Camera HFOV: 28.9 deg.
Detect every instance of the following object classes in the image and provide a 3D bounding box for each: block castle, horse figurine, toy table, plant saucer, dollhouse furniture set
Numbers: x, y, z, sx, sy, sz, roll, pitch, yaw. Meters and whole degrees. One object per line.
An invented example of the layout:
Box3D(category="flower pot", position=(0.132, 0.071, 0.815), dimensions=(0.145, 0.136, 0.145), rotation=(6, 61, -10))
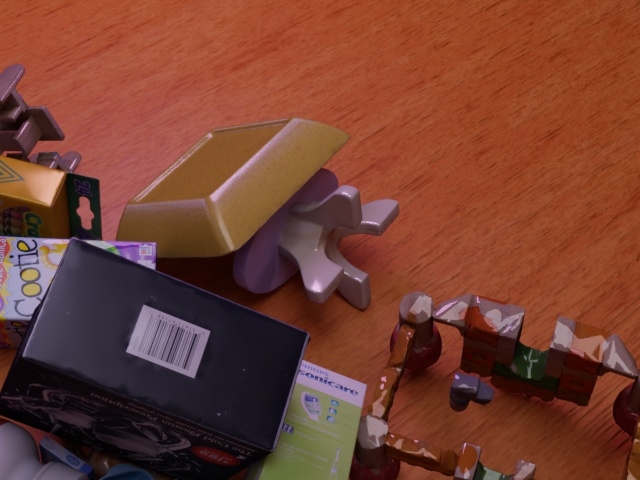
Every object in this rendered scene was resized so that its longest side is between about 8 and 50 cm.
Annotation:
Box3D(category="block castle", position=(0.288, 0.282, 1.892), dimensions=(0.453, 0.213, 0.303), rotation=(16, 64, 12))
Box3D(category="horse figurine", position=(-0.271, 0.308, 1.856), dimensions=(0.263, 0.066, 0.174), rotation=(11, 76, -15))
Box3D(category="toy table", position=(0.000, 0.000, 2.060), dimensions=(0.161, 0.252, 0.274), rotation=(19, 59, 28))
Box3D(category="plant saucer", position=(-0.166, -0.101, 2.067), dimensions=(0.333, 0.081, 0.333), rotation=(-1, 36, 48))
Box3D(category="dollhouse furniture set", position=(-0.546, -0.216, 2.153), dimensions=(0.242, 0.212, 0.161), rotation=(2, 49, 28))

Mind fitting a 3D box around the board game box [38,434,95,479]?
Box3D(category="board game box", position=(-0.372, 0.336, 1.827), dimensions=(0.090, 0.090, 0.020), rotation=(31, 57, 16))

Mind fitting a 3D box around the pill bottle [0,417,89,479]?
Box3D(category="pill bottle", position=(-0.542, 0.330, 1.721), dimensions=(0.408, 0.229, 0.229), rotation=(20, 53, 8))

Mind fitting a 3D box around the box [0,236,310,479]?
Box3D(category="box", position=(-0.239, 0.183, 1.700), dimensions=(0.343, 0.312, 0.178), rotation=(23, 64, -11))

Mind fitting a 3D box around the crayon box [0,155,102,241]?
Box3D(category="crayon box", position=(-0.524, -0.048, 2.026), dimensions=(0.323, 0.203, 0.083), rotation=(13, 53, 2))

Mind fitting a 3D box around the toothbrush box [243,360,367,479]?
Box3D(category="toothbrush box", position=(-0.039, 0.337, 1.738), dimensions=(0.122, 0.206, 0.283), rotation=(22, 32, -2))

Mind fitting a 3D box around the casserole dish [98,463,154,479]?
Box3D(category="casserole dish", position=(-0.274, 0.414, 1.769), dimensions=(0.114, 0.037, 0.188), rotation=(-5, 75, -46))

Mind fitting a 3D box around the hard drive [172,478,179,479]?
Box3D(category="hard drive", position=(-0.212, 0.452, 1.619), dimensions=(0.233, 0.047, 0.353), rotation=(52, 17, 11))

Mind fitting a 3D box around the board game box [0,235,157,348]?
Box3D(category="board game box", position=(-0.399, 0.088, 1.965), dimensions=(0.275, 0.144, 0.142), rotation=(2, 66, -6))
